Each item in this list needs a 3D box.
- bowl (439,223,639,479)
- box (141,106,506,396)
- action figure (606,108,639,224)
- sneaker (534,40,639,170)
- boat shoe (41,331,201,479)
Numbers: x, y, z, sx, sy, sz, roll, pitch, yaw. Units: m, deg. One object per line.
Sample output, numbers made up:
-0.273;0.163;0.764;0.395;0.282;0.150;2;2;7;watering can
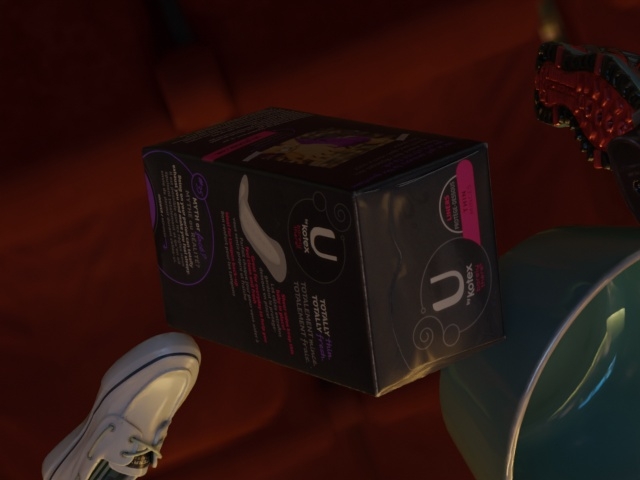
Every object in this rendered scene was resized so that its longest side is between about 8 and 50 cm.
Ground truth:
0.219;0.111;1.635;0.311;0.312;0.163;-20;-147;-33;bowl
0.000;0.000;1.541;0.143;0.165;0.270;-20;-158;-35;box
0.301;-0.118;1.289;0.285;0.099;0.185;-38;-174;-36;action figure
0.294;-0.138;1.835;0.125;0.104;0.262;-3;-160;-13;sneaker
-0.167;0.175;1.728;0.083;0.076;0.226;6;136;-36;boat shoe
